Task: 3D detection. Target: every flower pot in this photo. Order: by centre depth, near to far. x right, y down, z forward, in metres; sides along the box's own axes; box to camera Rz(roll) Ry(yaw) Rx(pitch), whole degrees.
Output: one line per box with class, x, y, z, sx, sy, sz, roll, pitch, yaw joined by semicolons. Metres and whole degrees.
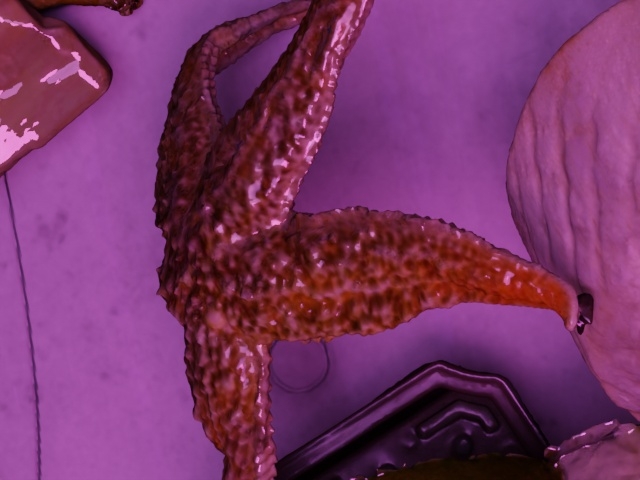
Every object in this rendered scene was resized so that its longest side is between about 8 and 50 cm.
flower pot;0.062;0.199;1.299;0.251;0.084;0.179;-34;87;14

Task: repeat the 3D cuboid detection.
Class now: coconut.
coconut;0.272;-0.038;1.127;0.329;0.329;0.329;2;97;13

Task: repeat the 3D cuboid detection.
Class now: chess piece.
chess piece;-0.294;-0.066;1.335;0.301;0.137;0.137;-35;88;11

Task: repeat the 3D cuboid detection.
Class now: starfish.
starfish;-0.010;-0.003;1.182;0.384;0.132;0.398;-30;60;41

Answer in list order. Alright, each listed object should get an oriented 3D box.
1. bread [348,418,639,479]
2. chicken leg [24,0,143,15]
bread;0.128;0.269;1.169;0.366;0.129;0.382;25;120;-30
chicken leg;-0.215;-0.202;1.331;0.178;0.070;0.093;14;94;4
